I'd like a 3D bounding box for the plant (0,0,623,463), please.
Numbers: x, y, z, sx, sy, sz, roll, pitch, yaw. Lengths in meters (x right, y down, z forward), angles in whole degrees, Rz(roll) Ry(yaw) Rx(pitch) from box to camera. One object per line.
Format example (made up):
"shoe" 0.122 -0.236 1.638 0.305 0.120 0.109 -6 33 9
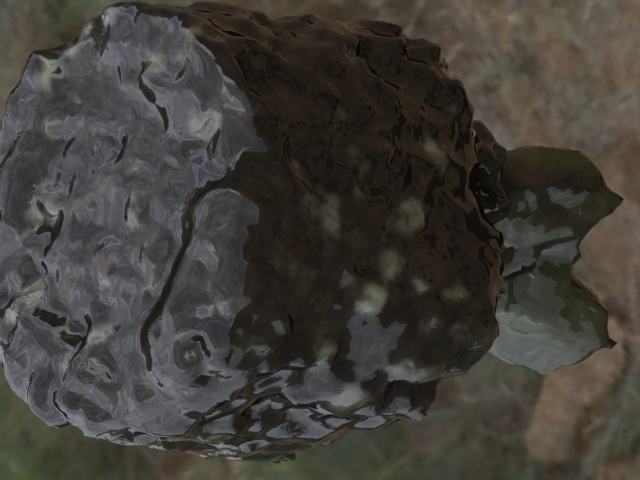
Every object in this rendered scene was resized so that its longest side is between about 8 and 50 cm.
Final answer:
"plant" 0.000 0.000 0.863 0.215 0.312 0.213 -26 71 42
